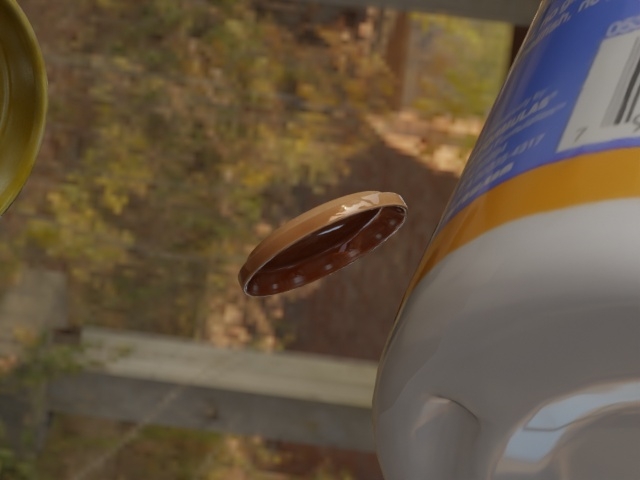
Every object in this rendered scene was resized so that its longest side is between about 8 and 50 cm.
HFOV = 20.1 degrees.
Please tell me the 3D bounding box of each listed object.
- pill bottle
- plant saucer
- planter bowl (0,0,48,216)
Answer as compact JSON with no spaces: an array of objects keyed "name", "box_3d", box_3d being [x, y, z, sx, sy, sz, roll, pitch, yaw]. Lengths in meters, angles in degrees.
[{"name":"pill bottle","box_3d":[0.125,-0.035,0.435,0.152,0.152,0.272,93,19,-48]},{"name":"plant saucer","box_3d":[0.000,0.000,0.819,0.013,0.083,0.083,62,-6,15]},{"name":"planter bowl","box_3d":[-0.291,-0.093,1.149,0.090,0.217,0.217,35,-56,56]}]
